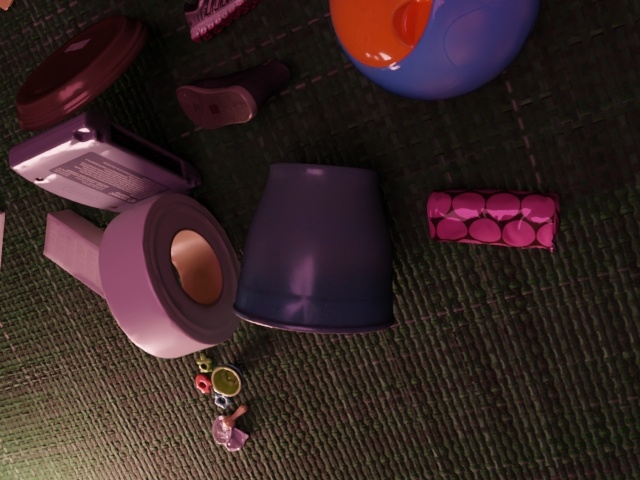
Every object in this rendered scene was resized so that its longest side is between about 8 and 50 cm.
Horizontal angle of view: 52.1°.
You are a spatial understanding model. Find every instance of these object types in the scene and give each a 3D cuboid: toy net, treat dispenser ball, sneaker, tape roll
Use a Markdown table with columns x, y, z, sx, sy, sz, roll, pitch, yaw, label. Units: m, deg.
| x | y | z | sx | sy | sz | roll | pitch | yaw | label |
| --- | --- | --- | --- | --- | --- | --- | --- | --- | --- |
| -0.213 | 0.356 | 1.389 | 0.122 | 0.045 | 0.232 | 6 | 110 | 16 | toy net |
| 0.155 | -0.339 | 0.900 | 0.289 | 0.288 | 0.287 | 6 | 110 | 16 | treat dispenser ball |
| -0.153 | -0.259 | 1.152 | 0.222 | 0.118 | 0.083 | 13 | 135 | 43 | sneaker |
| -0.256 | 0.062 | 1.174 | 0.100 | 0.286 | 0.286 | -21 | 100 | 23 | tape roll |
| -0.164 | -0.409 | 1.103 | 0.171 | 0.063 | 0.074 | -28 | 94 | 22 | sneaker |

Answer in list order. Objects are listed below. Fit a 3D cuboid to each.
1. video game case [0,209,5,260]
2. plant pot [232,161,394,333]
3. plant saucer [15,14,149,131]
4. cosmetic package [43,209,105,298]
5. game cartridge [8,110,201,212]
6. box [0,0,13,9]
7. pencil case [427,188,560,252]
| x | y | z | sx | sy | sz | roll | pitch | yaw | label |
| --- | --- | --- | --- | --- | --- | --- | --- | --- | --- |
| -0.796 | -0.004 | 1.470 | 0.184 | 0.023 | 0.201 | 21 | 112 | 11 | video game case |
| 0.000 | 0.000 | 1.093 | 0.272 | 0.272 | 0.255 | 7 | 96 | 16 | plant pot |
| -0.415 | -0.295 | 1.117 | 0.278 | 0.277 | 0.041 | -20 | 131 | 23 | plant saucer |
| -0.456 | 0.030 | 1.315 | 0.239 | 0.060 | 0.098 | 29 | 118 | 27 | cosmetic package |
| -0.378 | -0.124 | 1.161 | 0.198 | 0.297 | 0.062 | -14 | 71 | 23 | game cartridge |
| -0.628 | -0.545 | 1.184 | 0.201 | 0.021 | 0.164 | 34 | 122 | -20 | box |
| 0.282 | -0.033 | 1.075 | 0.210 | 0.095 | 0.098 | 6 | 130 | 19 | pencil case |
